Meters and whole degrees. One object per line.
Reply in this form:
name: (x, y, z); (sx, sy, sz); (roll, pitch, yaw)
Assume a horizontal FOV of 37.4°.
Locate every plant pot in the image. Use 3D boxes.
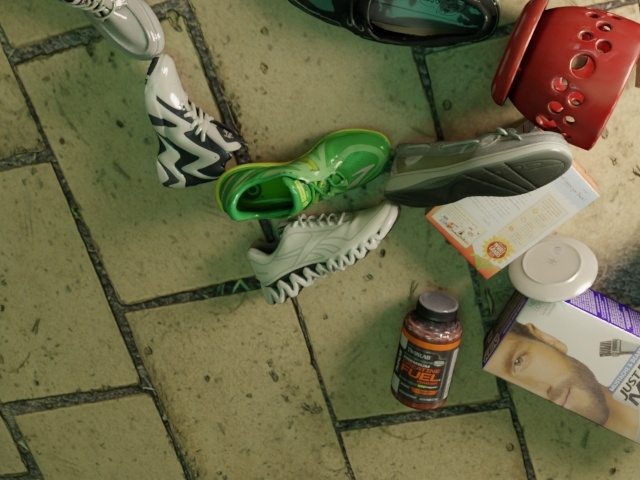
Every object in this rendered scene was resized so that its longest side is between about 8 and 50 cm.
plant pot: (0.347, -0.245, 1.351); (0.174, 0.191, 0.191); (23, 117, 7)

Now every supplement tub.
supplement tub: (0.186, 0.189, 1.639); (0.106, 0.106, 0.198); (10, 116, 6)

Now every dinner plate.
dinner plate: (0.372, 0.040, 1.516); (0.141, 0.141, 0.017); (-5, 136, 13)

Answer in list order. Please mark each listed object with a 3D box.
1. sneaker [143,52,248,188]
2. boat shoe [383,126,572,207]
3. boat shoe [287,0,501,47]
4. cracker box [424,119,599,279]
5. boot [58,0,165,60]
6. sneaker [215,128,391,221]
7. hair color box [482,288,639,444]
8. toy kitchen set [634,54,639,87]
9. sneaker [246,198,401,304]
sneaker: (-0.195, -0.191, 1.536); (0.153, 0.094, 0.235); (2, 116, 8)
boat shoe: (0.228, -0.122, 1.418); (0.118, 0.103, 0.320); (19, 160, -38)
boat shoe: (0.096, -0.351, 1.393); (0.340, 0.113, 0.127); (17, 118, 2)
cracker box: (0.304, -0.067, 1.516); (0.232, 0.067, 0.156); (-40, 103, 25)
boot: (-0.357, -0.371, 1.462); (0.095, 0.123, 0.258); (-39, 103, 24)
sneaker: (-0.021, -0.089, 1.516); (0.295, 0.123, 0.109); (-19, 121, 0)
hair color box: (0.465, 0.198, 1.592); (0.339, 0.110, 0.185); (26, 118, 0)
toy kitchen set: (0.508, -0.265, 1.404); (0.083, 0.075, 0.068); (22, 122, 45)
sneaker: (0.000, 0.000, 1.590); (0.292, 0.110, 0.118); (-30, 98, 21)
